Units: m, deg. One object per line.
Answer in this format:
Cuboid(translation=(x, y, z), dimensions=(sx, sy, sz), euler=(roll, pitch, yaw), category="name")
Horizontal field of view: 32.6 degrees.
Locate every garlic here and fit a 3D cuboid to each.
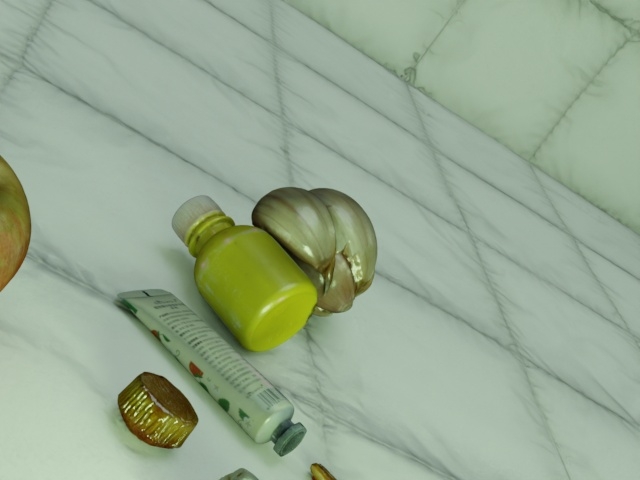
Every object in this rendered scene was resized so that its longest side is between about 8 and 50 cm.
Cuboid(translation=(0.000, 0.000, 1.537), dimensions=(0.191, 0.214, 0.160), euler=(38, 63, 19), category="garlic")

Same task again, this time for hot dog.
Cuboid(translation=(0.017, 0.286, 1.243), dimensions=(0.083, 0.021, 0.037), euler=(45, 1, 26), category="hot dog")

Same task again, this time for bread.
Cuboid(translation=(-0.169, 0.178, 1.122), dimensions=(0.085, 0.053, 0.085), euler=(41, 9, -8), category="bread")

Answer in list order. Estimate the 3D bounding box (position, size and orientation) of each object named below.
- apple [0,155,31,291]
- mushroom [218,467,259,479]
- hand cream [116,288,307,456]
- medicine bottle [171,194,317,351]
Cuboid(translation=(-0.377, -0.012, 1.036), dimensions=(0.209, 0.164, 0.209), euler=(42, 22, -21), category="apple")
Cuboid(translation=(-0.025, 0.309, 1.043), dimensions=(0.223, 0.081, 0.092), euler=(36, 40, -11), category="mushroom")
Cuboid(translation=(-0.124, 0.143, 1.277), dimensions=(0.276, 0.059, 0.095), euler=(41, 21, 25), category="hand cream")
Cuboid(translation=(-0.110, 0.033, 1.429), dimensions=(0.212, 0.122, 0.122), euler=(48, 23, 27), category="medicine bottle")
